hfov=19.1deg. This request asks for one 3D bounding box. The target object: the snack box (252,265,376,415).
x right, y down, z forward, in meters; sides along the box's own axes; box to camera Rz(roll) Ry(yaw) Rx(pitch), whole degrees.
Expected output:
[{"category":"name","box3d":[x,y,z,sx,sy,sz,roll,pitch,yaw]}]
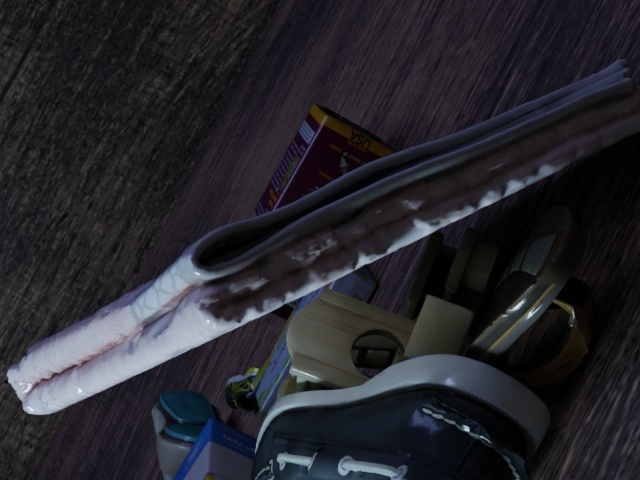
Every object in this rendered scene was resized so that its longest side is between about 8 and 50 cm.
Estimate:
[{"category":"snack box","box3d":[-0.007,0.080,1.615,0.141,0.037,0.100,-61,11,6]}]

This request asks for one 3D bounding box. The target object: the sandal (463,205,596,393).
[{"category":"sandal","box3d":[0.115,0.055,1.042,0.219,0.060,0.090,107,-170,-57]}]

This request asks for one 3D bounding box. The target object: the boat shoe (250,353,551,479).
[{"category":"boat shoe","box3d":[0.020,0.144,1.097,0.091,0.114,0.302,-60,8,-27]}]

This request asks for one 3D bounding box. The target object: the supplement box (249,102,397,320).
[{"category":"supplement box","box3d":[-0.012,-0.026,1.800,0.188,0.081,0.104,-61,10,6]}]

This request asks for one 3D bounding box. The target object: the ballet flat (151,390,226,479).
[{"category":"ballet flat","box3d":[-0.115,0.199,1.772,0.086,0.086,0.248,-62,9,2]}]

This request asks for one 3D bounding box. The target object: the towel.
[{"category":"towel","box3d":[0.000,0.000,1.150,0.332,0.053,0.317,-24,-2,-29]}]

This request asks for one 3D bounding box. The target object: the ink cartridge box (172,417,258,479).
[{"category":"ink cartridge box","box3d":[-0.086,0.249,1.444,0.134,0.078,0.231,-59,11,16]}]

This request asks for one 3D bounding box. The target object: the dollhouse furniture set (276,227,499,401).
[{"category":"dollhouse furniture set","box3d":[0.045,0.031,1.162,0.182,0.101,0.161,100,-168,-62]}]

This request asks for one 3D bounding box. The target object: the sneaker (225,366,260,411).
[{"category":"sneaker","box3d":[-0.073,0.145,1.790,0.083,0.031,0.035,-46,19,58]}]
